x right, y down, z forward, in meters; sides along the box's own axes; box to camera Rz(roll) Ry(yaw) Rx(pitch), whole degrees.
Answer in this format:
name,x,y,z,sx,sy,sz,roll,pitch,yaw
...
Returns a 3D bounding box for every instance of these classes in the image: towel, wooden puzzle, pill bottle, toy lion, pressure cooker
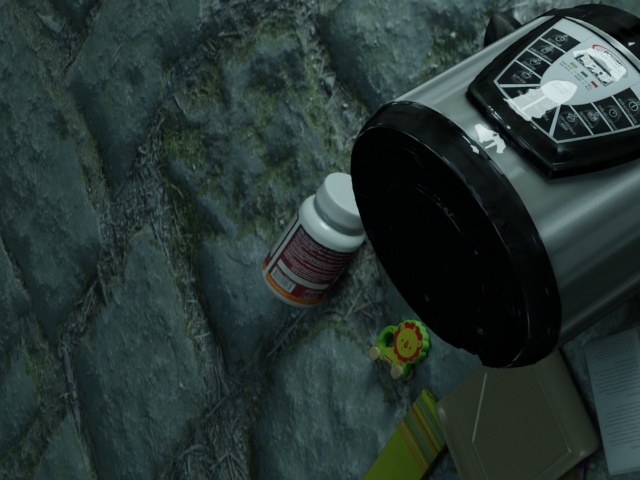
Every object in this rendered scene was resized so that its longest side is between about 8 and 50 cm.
name,x,y,z,sx,sy,sz,roll,pitch,yaw
towel,0.347,0.309,1.921,0.060,0.009,0.083,10,95,52
wooden puzzle,0.281,0.264,1.979,0.238,0.044,0.221,-46,49,34
towel,0.135,0.350,2.182,0.237,0.021,0.102,-60,40,31
pill bottle,0.000,0.000,2.291,0.221,0.121,0.121,-55,48,34
toy lion,0.130,0.167,2.192,0.100,0.034,0.096,36,108,47
pressure cooker,0.292,-0.090,1.706,0.375,0.420,0.369,18,134,60

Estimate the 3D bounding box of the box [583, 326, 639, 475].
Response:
name,x,y,z,sx,sy,sz,roll,pitch,yaw
box,0.421,0.201,1.737,0.091,0.130,0.170,-25,69,47
